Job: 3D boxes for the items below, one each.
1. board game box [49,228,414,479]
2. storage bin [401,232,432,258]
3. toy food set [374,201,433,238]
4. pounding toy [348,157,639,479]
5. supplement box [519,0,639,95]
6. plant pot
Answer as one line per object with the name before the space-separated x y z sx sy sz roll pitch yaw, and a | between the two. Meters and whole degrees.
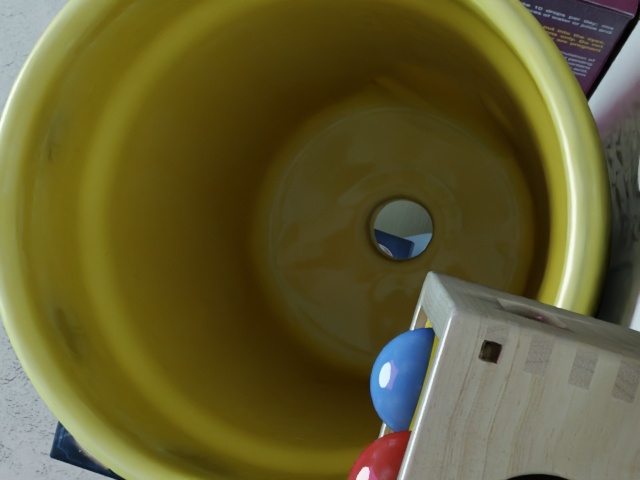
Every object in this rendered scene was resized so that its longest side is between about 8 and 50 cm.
board game box | -0.059 0.068 1.075 0.042 0.165 0.243 -72 1 -46
storage bin | 0.062 0.050 1.271 0.135 0.098 0.091 -84 -18 -82
toy food set | 0.000 0.000 1.389 0.092 0.220 0.306 47 135 35
pounding toy | 0.065 0.049 0.565 0.181 0.094 0.206 -85 11 -86
supplement box | 0.118 -0.134 0.986 0.188 0.081 0.104 108 178 -70
plant pot | 0.012 -0.008 0.836 0.239 0.254 0.254 5 -78 -75
